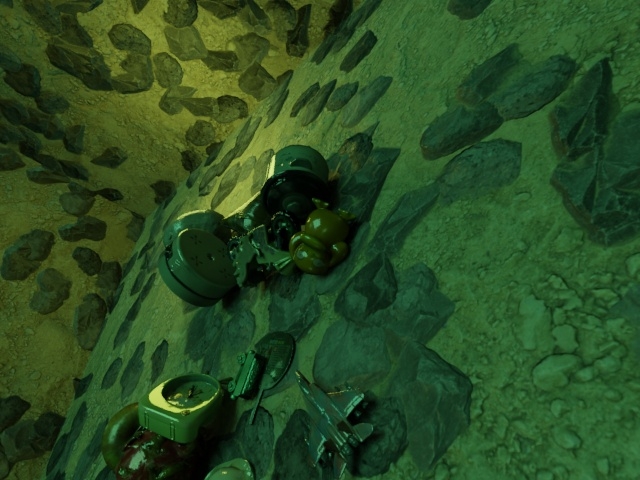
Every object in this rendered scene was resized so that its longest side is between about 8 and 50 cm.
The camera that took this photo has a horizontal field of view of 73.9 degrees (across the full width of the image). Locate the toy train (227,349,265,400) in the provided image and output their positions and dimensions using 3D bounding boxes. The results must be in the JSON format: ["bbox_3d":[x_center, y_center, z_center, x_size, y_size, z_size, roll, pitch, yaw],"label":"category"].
[{"bbox_3d":[-0.250,0.458,1.442,0.099,0.070,0.172,-3,60,44],"label":"toy train"}]

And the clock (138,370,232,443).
[{"bbox_3d":[-0.442,0.547,1.464,0.234,0.308,0.096,8,105,24],"label":"clock"}]

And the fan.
[{"bbox_3d":[-0.190,0.434,1.446,0.295,0.012,0.223,-57,31,1],"label":"fan"}]

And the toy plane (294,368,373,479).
[{"bbox_3d":[0.010,0.431,1.092,0.223,0.104,0.326,-56,27,1],"label":"toy plane"}]

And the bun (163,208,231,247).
[{"bbox_3d":[-0.610,0.005,2.142,0.354,0.354,0.194,-41,57,25],"label":"bun"}]

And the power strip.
[{"bbox_3d":[-0.541,0.114,1.882,0.161,0.357,0.358,-42,35,21],"label":"power strip"}]

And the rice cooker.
[{"bbox_3d":[-0.092,-0.209,1.656,0.316,0.263,0.317,-171,90,-83],"label":"rice cooker"}]

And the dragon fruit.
[{"bbox_3d":[-0.513,0.730,1.424,0.291,0.250,0.269,-39,48,-26],"label":"dragon fruit"}]

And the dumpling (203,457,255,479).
[{"bbox_3d":[-0.280,0.703,1.253,0.169,0.100,0.134,-40,21,22],"label":"dumpling"}]

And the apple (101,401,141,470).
[{"bbox_3d":[-0.696,0.762,1.631,0.264,0.264,0.265,-34,38,32],"label":"apple"}]

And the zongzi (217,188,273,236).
[{"bbox_3d":[-0.330,-0.148,1.980,0.299,0.138,0.286,15,72,36],"label":"zongzi"}]

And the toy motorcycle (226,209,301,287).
[{"bbox_3d":[-0.210,0.047,1.633,0.409,0.168,0.237,-23,82,40],"label":"toy motorcycle"}]

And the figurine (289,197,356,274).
[{"bbox_3d":[0.004,-0.005,1.441,0.215,0.215,0.228,-10,40,50],"label":"figurine"}]
